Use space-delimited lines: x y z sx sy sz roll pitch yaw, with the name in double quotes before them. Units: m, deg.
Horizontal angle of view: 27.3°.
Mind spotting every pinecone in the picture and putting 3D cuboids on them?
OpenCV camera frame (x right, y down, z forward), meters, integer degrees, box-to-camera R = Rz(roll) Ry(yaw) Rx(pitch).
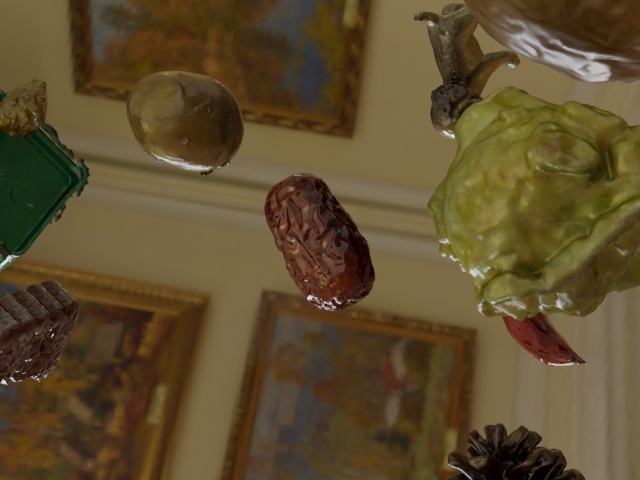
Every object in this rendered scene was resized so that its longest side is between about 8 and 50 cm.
"pinecone" 0.288 0.400 1.869 0.309 0.244 0.244 53 -163 -14

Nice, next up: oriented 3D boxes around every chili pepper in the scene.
"chili pepper" 0.388 0.105 2.385 0.092 0.137 0.368 33 -145 -40

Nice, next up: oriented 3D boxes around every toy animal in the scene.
"toy animal" 0.242 -0.289 2.187 0.121 0.169 0.233 13 125 54

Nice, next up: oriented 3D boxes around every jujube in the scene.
"jujube" 0.000 0.000 1.618 0.176 0.109 0.112 63 150 10

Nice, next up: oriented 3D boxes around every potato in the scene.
"potato" -0.180 -0.162 1.809 0.176 0.137 0.137 12 -93 -47

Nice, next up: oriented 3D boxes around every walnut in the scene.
"walnut" 0.374 -0.398 1.783 0.308 0.398 0.354 106 180 -51

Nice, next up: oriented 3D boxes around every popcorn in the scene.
"popcorn" 0.299 -0.043 1.664 0.312 0.312 0.312 10 -90 -88

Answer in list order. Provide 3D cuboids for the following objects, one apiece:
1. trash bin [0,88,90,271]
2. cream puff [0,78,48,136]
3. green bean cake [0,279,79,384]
"trash bin" -0.530 -0.054 1.803 0.381 0.295 0.259 -25 26 43
"cream puff" -0.374 -0.163 1.668 0.083 0.083 0.058 26 144 58
"green bean cake" -0.552 0.181 2.399 0.233 0.097 0.198 -18 -35 -59
